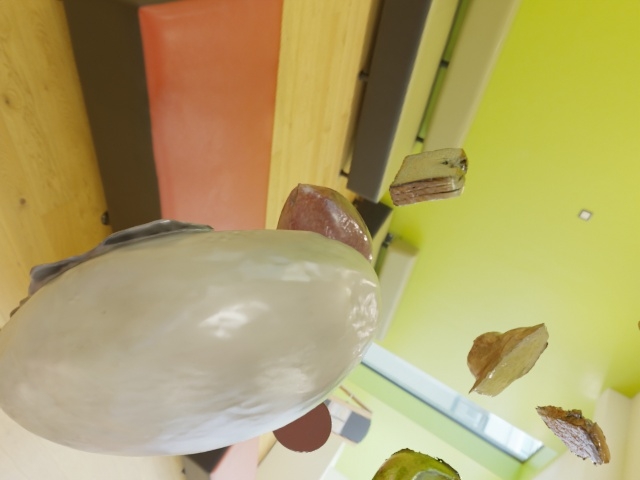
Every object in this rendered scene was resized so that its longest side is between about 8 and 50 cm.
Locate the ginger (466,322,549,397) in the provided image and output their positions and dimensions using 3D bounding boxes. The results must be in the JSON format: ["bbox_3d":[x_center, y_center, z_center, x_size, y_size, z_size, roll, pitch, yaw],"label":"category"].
[{"bbox_3d":[0.363,0.209,0.894,0.193,0.115,0.122,-56,-155,26],"label":"ginger"}]

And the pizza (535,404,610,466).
[{"bbox_3d":[0.696,0.516,1.235,0.069,0.147,0.226,-29,171,-10],"label":"pizza"}]

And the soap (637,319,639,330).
[{"bbox_3d":[0.786,0.210,0.982,0.089,0.169,0.033,-49,145,-51],"label":"soap"}]

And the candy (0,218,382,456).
[{"bbox_3d":[-0.120,0.122,0.490,0.387,0.186,0.427,4,148,-36],"label":"candy"}]

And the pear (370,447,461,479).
[{"bbox_3d":[0.162,0.534,0.821,0.256,0.238,0.163,-17,144,-46],"label":"pear"}]

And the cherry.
[{"bbox_3d":[0.000,0.000,1.136,0.221,0.261,0.307,-29,106,-48],"label":"cherry"}]

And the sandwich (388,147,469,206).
[{"bbox_3d":[0.394,-0.232,1.610,0.273,0.249,0.095,-58,134,-51],"label":"sandwich"}]

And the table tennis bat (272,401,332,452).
[{"bbox_3d":[-0.095,0.588,1.545,0.200,0.310,0.038,-45,-178,-6],"label":"table tennis bat"}]
